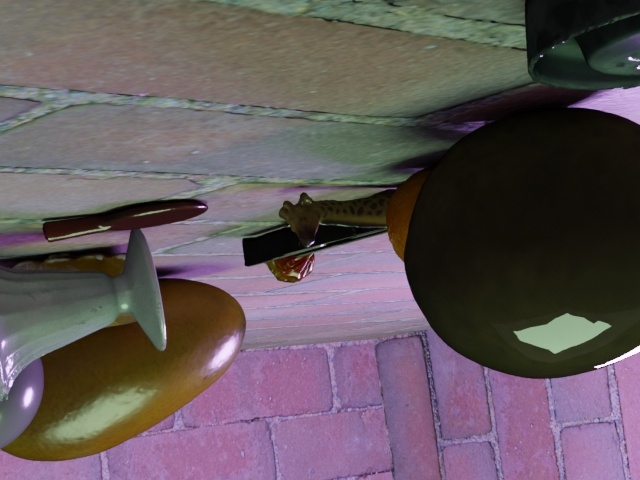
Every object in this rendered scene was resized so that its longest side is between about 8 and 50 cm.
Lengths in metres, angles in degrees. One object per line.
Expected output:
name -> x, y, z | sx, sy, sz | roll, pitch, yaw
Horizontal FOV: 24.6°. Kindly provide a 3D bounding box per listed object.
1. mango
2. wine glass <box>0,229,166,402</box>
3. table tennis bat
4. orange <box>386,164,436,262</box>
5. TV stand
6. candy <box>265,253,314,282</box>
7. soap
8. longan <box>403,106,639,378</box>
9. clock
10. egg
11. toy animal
mango -> -0.279, 0.157, 1.919 | 0.378, 0.221, 0.264 | -19, 171, -1
wine glass -> -0.259, 0.070, 1.445 | 0.197, 0.164, 0.165 | -9, 174, -14
table tennis bat -> -0.181, -0.018, 1.369 | 0.155, 0.019, 0.098 | -9, 174, -14
orange -> 0.128, -0.014, 1.322 | 0.136, 0.117, 0.135 | -7, -164, 2
TV stand -> 0.000, -0.009, 1.562 | 0.042, 0.036, 0.249 | -4, 172, -40
candy -> 0.000, 0.000, 1.624 | 0.060, 0.060, 0.201 | -3, 165, -32
soap -> -0.276, 0.062, 1.688 | 0.140, 0.073, 0.232 | -3, 173, -7
longan -> 0.185, 0.004, 1.134 | 0.246, 0.215, 0.246 | 2, -166, 0
clock -> 0.217, -0.128, 0.801 | 0.215, 0.042, 0.215 | -8, 173, -1
egg -> -0.391, 0.152, 1.594 | 0.176, 0.176, 0.232 | -3, -173, -33
toy animal -> 0.093, -0.010, 1.421 | 0.276, 0.149, 0.054 | 22, 136, -14
